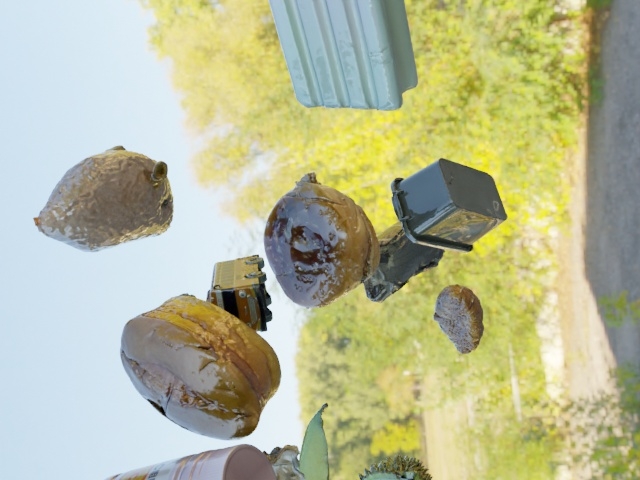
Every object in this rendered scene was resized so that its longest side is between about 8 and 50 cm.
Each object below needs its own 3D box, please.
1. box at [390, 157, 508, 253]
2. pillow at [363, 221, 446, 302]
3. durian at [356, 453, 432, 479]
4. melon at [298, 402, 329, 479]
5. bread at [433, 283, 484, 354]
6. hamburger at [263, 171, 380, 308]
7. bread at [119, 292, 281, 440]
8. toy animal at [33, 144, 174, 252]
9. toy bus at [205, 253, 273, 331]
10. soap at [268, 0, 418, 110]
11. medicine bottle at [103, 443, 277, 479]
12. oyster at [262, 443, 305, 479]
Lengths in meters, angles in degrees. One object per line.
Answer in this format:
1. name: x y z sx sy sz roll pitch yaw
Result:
1. box: 0.286 -0.079 1.735 0.243 0.135 0.163 11 -125 -40
2. pillow: 0.205 0.032 1.971 0.335 0.092 0.161 -31 -64 -44
3. durian: 0.138 0.438 1.384 0.095 0.137 0.220 -47 -42 -43
4. melon: -0.008 0.465 1.650 0.114 0.053 0.261 4 91 62
5. bread: 0.299 0.157 1.707 0.233 0.105 0.076 70 -145 -45
6. hamburger: 0.000 0.000 1.657 0.146 0.243 0.286 -10 -72 -58
7. bread: -0.194 0.202 1.256 0.142 0.270 0.195 -43 -29 -51
8. toy animal: -0.472 -0.094 1.770 0.358 0.188 0.226 -22 -46 -52
9. toy bus: -0.150 0.099 1.468 0.201 0.114 0.098 -109 10 -75
10. soap: 0.024 -0.324 1.098 0.095 0.173 0.289 -55 -39 -39
11. medicine bottle: -0.191 0.367 1.097 0.133 0.250 0.133 38 -138 -44
12. oyster: -0.098 0.370 1.248 0.051 0.148 0.103 54 163 46
